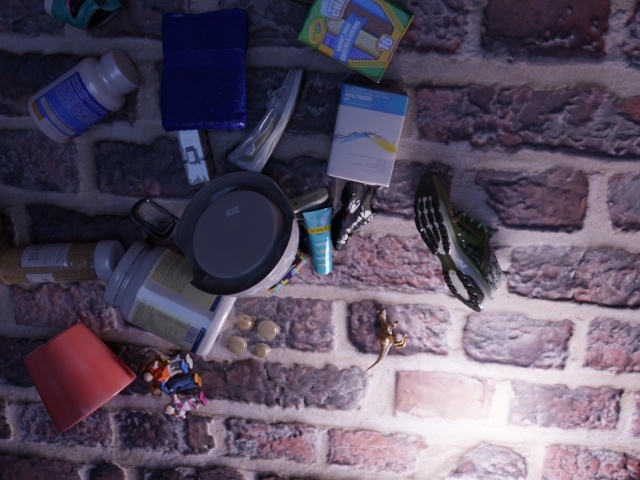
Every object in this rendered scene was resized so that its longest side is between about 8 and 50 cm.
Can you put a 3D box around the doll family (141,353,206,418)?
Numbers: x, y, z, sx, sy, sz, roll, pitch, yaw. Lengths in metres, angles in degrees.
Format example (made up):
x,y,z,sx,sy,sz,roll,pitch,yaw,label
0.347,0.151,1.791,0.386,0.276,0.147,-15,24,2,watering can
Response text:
x,y,z,sx,sy,sz,roll,pitch,yaw,label
-0.472,0.441,1.868,0.163,0.118,0.263,-15,125,3,doll family

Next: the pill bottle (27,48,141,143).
x,y,z,sx,sy,sz,roll,pitch,yaw,label
-0.617,-0.385,1.564,0.271,0.152,0.152,-28,104,13,pill bottle

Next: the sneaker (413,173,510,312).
x,y,z,sx,sy,sz,roll,pitch,yaw,label
0.399,-0.014,1.644,0.182,0.158,0.411,-31,104,-18,sneaker

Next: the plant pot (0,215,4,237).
x,y,z,sx,sy,sz,roll,pitch,yaw,label
-1.028,-0.008,1.659,0.256,0.274,0.257,1,109,3,plant pot

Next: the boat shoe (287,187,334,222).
x,y,z,sx,sy,sz,roll,pitch,yaw,label
-0.077,-0.074,1.665,0.232,0.084,0.079,-16,131,13,boat shoe

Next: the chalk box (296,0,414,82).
x,y,z,sx,sy,sz,roll,pitch,yaw,label
0.057,-0.538,1.444,0.288,0.180,0.179,28,109,-6,chalk box

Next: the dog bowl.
x,y,z,sx,sy,sz,roll,pitch,yaw,label
-0.215,-0.008,1.580,0.348,0.102,0.349,-8,66,18,dog bowl

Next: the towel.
x,y,z,sx,sy,sz,roll,pitch,yaw,label
-0.294,-0.432,1.519,0.227,0.076,0.309,0,86,8,towel

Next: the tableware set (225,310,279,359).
x,y,z,sx,sy,sz,roll,pitch,yaw,label
-0.210,0.298,1.833,0.141,0.020,0.169,20,110,0,tableware set

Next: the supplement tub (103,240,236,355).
x,y,z,sx,sy,sz,roll,pitch,yaw,label
-0.420,0.161,1.688,0.324,0.235,0.236,27,109,-5,supplement tub

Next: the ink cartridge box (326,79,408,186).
x,y,z,sx,sy,sz,roll,pitch,yaw,label
0.119,-0.279,1.530,0.168,0.171,0.233,11,109,1,ink cartridge box

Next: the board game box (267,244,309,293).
x,y,z,sx,sy,sz,roll,pitch,yaw,label
-0.137,0.060,1.699,0.141,0.048,0.170,35,121,-19,board game box

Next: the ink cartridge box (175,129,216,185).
x,y,z,sx,sy,sz,roll,pitch,yaw,label
-0.336,-0.237,1.613,0.063,0.109,0.151,-10,108,4,ink cartridge box

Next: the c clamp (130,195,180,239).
x,y,z,sx,sy,sz,roll,pitch,yaw,label
-0.471,-0.073,1.729,0.160,0.022,0.137,31,113,-8,c clamp

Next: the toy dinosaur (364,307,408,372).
x,y,z,sx,sy,sz,roll,pitch,yaw,label
0.201,0.303,1.789,0.112,0.064,0.212,8,101,21,toy dinosaur

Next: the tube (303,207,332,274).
x,y,z,sx,sy,sz,roll,pitch,yaw,label
0.000,0.000,1.667,0.080,0.052,0.207,-14,126,-11,tube

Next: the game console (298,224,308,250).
x,y,z,sx,sy,sz,roll,pitch,yaw,label
-0.100,0.008,1.696,0.122,0.071,0.108,-4,97,6,game console

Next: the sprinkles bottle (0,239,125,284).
x,y,z,sx,sy,sz,roll,pitch,yaw,label
-0.763,0.064,1.744,0.355,0.121,0.121,-2,108,6,sprinkles bottle

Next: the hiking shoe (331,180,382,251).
x,y,z,sx,sy,sz,roll,pitch,yaw,label
0.101,-0.058,1.649,0.114,0.086,0.227,3,128,-20,hiking shoe

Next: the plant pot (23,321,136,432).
x,y,z,sx,sy,sz,roll,pitch,yaw,label
-0.743,0.401,1.796,0.274,0.275,0.243,-35,93,15,plant pot

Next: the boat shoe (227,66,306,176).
x,y,z,sx,sy,sz,roll,pitch,yaw,label
-0.138,-0.320,1.569,0.103,0.118,0.321,29,117,-6,boat shoe

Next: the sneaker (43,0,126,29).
x,y,z,sx,sy,sz,roll,pitch,yaw,label
-0.561,-0.654,1.480,0.178,0.124,0.296,34,116,-2,sneaker
